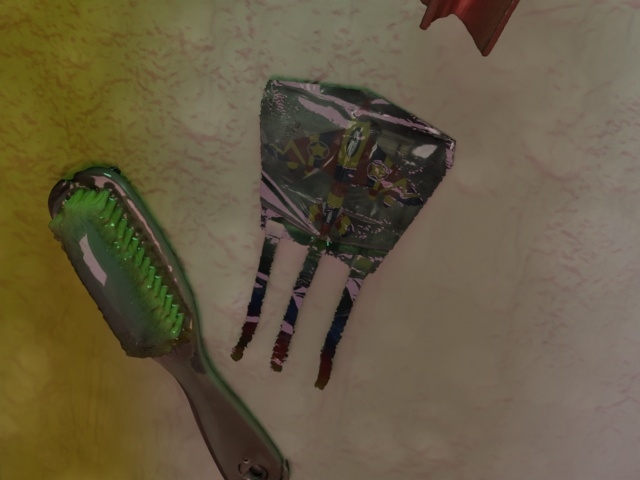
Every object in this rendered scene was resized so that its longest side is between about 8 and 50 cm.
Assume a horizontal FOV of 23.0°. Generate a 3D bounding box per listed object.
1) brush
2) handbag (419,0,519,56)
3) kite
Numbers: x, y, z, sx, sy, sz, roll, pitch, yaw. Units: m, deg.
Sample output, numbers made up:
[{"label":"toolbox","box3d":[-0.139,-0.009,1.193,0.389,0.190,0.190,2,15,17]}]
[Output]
[{"label":"brush","box3d":[-0.115,0.088,1.188,0.072,0.067,0.313,-19,114,22]},{"label":"handbag","box3d":[0.108,-0.208,0.874,0.059,0.212,0.157,20,122,-4]},{"label":"kite","box3d":[0.000,-0.001,1.134,0.141,0.015,0.245,21,118,4]}]
